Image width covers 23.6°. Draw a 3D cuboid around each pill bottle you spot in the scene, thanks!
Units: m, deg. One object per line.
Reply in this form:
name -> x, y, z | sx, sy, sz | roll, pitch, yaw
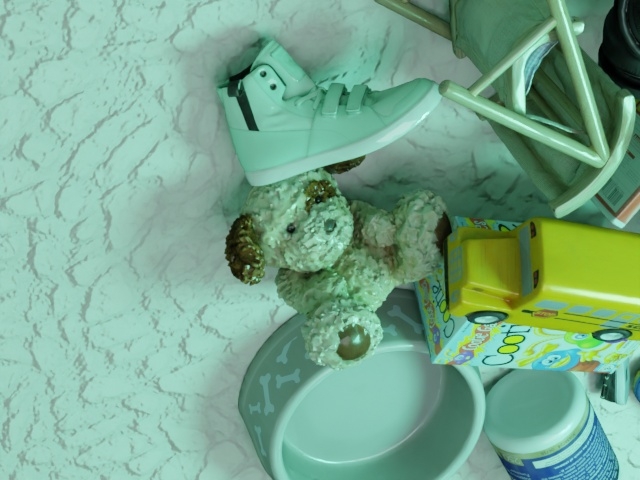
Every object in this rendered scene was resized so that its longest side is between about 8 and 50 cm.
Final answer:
pill bottle -> 0.344, 0.313, 2.212 | 0.153, 0.153, 0.264 | -30, 127, 1

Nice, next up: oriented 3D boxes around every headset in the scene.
headset -> 0.413, -0.236, 1.717 | 0.185, 0.394, 0.243 | -5, 167, 3

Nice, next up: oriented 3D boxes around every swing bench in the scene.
swing bench -> 0.224, -0.204, 1.757 | 0.165, 0.253, 0.255 | -41, 127, 9

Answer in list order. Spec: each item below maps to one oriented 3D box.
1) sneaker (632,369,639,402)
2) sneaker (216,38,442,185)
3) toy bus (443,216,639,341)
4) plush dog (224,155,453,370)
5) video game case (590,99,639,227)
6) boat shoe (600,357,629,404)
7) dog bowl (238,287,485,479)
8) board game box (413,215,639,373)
sneaker -> 0.588, 0.271, 2.288 | 0.296, 0.131, 0.112 | 32, 109, -32
sneaker -> 0.003, -0.170, 1.761 | 0.256, 0.094, 0.151 | -19, 109, 15
toy bus -> 0.319, 0.048, 1.861 | 0.333, 0.108, 0.130 | 9, 158, -22
plush dog -> 0.000, 0.000, 1.889 | 0.262, 0.211, 0.225 | -49, 114, -19
video game case -> 0.406, -0.178, 1.872 | 0.025, 0.204, 0.285 | 27, 110, -37
boat shoe -> 0.424, 0.179, 2.219 | 0.040, 0.049, 0.142 | 7, 123, 22
dog bowl -> 0.067, 0.234, 2.091 | 0.349, 0.102, 0.348 | -9, 125, -13
board game box -> 0.282, 0.074, 2.010 | 0.275, 0.144, 0.142 | 4, 144, -23
